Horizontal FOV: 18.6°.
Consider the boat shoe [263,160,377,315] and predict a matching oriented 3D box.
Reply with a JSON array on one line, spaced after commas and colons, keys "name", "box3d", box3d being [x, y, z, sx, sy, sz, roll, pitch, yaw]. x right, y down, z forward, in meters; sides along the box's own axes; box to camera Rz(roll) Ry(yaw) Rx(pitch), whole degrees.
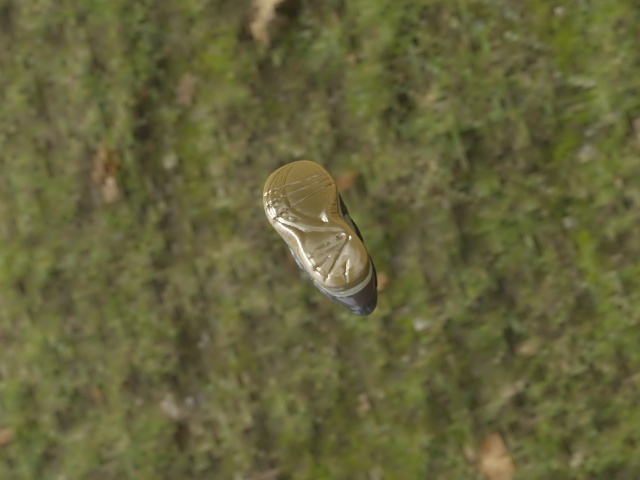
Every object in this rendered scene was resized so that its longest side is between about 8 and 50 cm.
[{"name": "boat shoe", "box3d": [0.000, 0.000, 1.369, 0.152, 0.056, 0.049, -114, 1, -51]}]
